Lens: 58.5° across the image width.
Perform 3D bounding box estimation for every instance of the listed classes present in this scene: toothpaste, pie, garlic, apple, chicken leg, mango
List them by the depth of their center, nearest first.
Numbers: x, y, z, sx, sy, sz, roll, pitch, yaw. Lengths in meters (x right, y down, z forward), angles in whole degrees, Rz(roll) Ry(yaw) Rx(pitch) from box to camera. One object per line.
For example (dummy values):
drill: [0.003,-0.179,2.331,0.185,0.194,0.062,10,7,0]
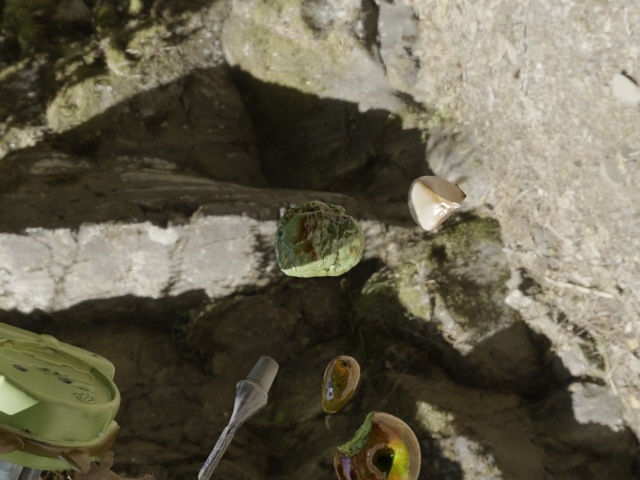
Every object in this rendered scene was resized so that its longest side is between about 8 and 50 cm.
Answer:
toothpaste: [-0.159,0.342,1.050,0.282,0.068,0.099,-61,-35,-26]
garlic: [0.252,-0.078,1.292,0.115,0.128,0.207,-66,-7,19]
pie: [0.000,0.000,1.466,0.090,0.248,0.201,-157,68,-65]
mango: [0.047,0.377,1.483,0.111,0.089,0.163,20,-89,-75]
chicken leg: [-0.584,0.628,1.488,0.140,0.361,0.211,40,109,35]
apple: [0.150,0.599,1.580,0.226,0.246,0.246,128,132,-71]

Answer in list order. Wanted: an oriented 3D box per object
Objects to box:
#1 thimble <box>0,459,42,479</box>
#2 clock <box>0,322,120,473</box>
thimble: [-0.671,0.462,1.167,0.205,0.172,0.236,-104,27,-80]
clock: [-0.477,0.268,0.975,0.348,0.286,0.117,24,86,58]
